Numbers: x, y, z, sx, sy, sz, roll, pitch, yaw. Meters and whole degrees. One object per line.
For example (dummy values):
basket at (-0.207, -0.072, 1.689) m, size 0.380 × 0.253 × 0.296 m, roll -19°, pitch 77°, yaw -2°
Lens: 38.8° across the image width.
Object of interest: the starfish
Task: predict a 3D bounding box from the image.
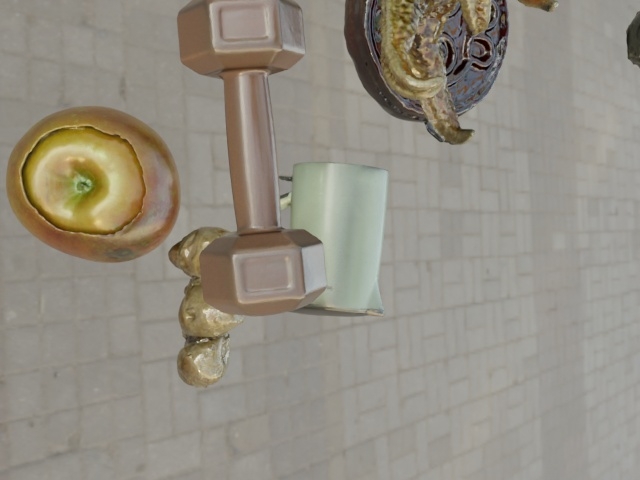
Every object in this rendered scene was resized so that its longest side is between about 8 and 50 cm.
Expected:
starfish at (0.077, -0.129, 0.494) m, size 0.190 × 0.074 × 0.146 m, roll -52°, pitch 164°, yaw -31°

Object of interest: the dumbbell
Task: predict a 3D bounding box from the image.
dumbbell at (-0.048, -0.061, 0.651) m, size 0.082 × 0.092 × 0.231 m, roll -163°, pitch -112°, yaw -83°

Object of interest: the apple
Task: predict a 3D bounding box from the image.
apple at (-0.316, -0.075, 1.261) m, size 0.207 × 0.237 × 0.237 m, roll -17°, pitch 103°, yaw -76°

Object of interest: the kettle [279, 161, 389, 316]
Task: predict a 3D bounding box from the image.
kettle at (0.000, 0.000, 1.548) m, size 0.165 × 0.240 × 0.255 m, roll 4°, pitch 89°, yaw -75°

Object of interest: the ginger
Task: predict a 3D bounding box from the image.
ginger at (-0.140, 0.084, 1.143) m, size 0.080 × 0.104 × 0.204 m, roll -11°, pitch 102°, yaw -75°

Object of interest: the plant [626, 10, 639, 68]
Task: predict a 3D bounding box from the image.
plant at (0.581, -0.363, 1.418) m, size 0.256 × 0.142 × 0.164 m, roll -53°, pitch 153°, yaw -14°

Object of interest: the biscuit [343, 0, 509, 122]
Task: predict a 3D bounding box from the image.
biscuit at (0.235, -0.445, 1.881) m, size 0.407 × 0.091 × 0.407 m, roll -5°, pitch 99°, yaw -32°
